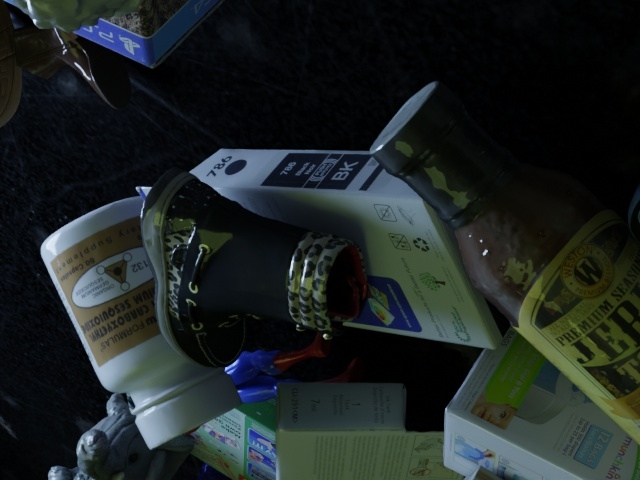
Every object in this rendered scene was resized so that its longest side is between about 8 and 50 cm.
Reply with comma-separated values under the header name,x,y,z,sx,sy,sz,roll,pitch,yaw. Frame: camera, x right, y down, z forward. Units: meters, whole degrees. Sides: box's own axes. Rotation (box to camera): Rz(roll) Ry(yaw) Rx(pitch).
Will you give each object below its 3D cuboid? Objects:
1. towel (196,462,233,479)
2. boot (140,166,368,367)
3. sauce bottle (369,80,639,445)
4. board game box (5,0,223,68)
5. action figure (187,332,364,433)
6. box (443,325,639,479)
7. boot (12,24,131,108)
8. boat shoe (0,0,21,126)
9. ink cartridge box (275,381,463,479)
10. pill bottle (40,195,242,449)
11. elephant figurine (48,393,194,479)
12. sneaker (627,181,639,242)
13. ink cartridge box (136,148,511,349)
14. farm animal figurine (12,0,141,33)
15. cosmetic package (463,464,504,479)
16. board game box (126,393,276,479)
name,x,y,z,sx,sy,sz,roll,pitch,yaw
towel,-0.030,0.425,1.564,0.308,0.076,0.227,26,140,19
boot,-0.050,0.054,0.958,0.179,0.085,0.236,19,143,23
sauce bottle,0.179,0.031,0.789,0.344,0.111,0.111,41,149,-8
board game box,-0.169,-0.291,0.691,0.232,0.141,0.291,26,147,19
action figure,-0.082,0.131,1.223,0.280,0.139,0.091,-20,118,29
box,0.216,0.166,0.922,0.203,0.114,0.103,26,149,22
boot,-0.231,-0.157,1.028,0.114,0.037,0.106,-12,111,48
boat shoe,-0.364,-0.227,1.025,0.096,0.098,0.277,9,129,39
ink cartridge box,0.072,0.237,1.188,0.239,0.060,0.275,0,145,-2
pill bottle,-0.172,0.082,1.117,0.229,0.131,0.131,63,148,6
elephant figurine,-0.246,0.278,1.431,0.169,0.186,0.239,11,125,-20
sneaker,0.268,-0.015,0.658,0.081,0.090,0.232,49,147,-17
ink cartridge box,0.000,0.000,0.977,0.333,0.065,0.165,5,136,40
farm animal figurine,0.005,-0.224,0.446,0.172,0.327,0.330,49,167,5
cosmetic package,0.163,0.236,0.922,0.115,0.041,0.060,33,156,5
board game box,-0.109,0.236,1.411,0.317,0.046,0.213,29,149,14
